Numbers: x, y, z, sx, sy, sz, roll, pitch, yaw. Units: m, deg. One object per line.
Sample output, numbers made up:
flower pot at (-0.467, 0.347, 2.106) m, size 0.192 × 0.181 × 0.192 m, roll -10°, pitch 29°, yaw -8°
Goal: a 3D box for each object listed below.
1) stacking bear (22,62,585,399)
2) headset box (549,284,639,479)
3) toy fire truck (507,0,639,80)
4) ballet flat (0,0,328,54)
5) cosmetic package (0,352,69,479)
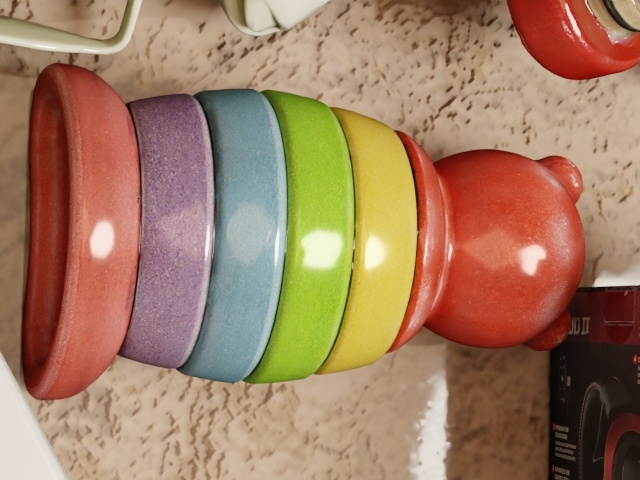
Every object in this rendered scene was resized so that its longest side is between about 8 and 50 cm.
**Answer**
stacking bear at (0.000, 0.000, 0.936) m, size 0.289 × 0.164 × 0.175 m, roll 3°, pitch 87°, yaw -17°
headset box at (0.206, 0.139, 0.938) m, size 0.110 × 0.218 × 0.293 m, roll 2°, pitch 87°, yaw -14°
toy fire truck at (0.221, -0.219, 0.942) m, size 0.302 × 0.169 × 0.253 m, roll 1°, pitch 83°, yaw -44°
ballet flat at (-0.081, -0.167, 0.948) m, size 0.400 × 0.139 × 0.139 m, roll -4°, pitch 88°, yaw -9°
cosmetic package at (-0.230, 0.079, 0.854) m, size 0.155 × 0.197 × 0.365 m, roll -29°, pitch 95°, yaw -13°
